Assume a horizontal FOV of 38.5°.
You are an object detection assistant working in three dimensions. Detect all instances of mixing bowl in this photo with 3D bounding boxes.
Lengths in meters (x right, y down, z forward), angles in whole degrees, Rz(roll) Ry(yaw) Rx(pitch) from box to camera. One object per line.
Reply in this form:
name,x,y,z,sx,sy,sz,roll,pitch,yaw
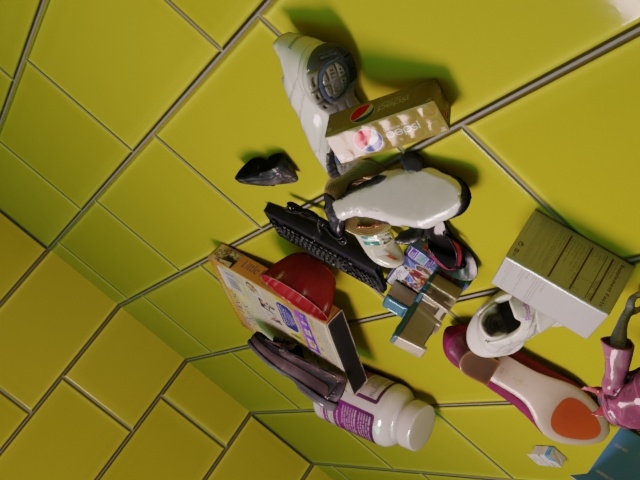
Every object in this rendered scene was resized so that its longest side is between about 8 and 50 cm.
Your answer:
mixing bowl,-0.033,0.091,2.043,0.181,0.098,0.181,33,167,9

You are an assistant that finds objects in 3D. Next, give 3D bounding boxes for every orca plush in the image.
orca plush,0.145,-0.056,1.568,0.287,0.151,0.102,-24,161,37

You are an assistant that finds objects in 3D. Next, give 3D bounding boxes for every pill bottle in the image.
pill bottle,0.142,0.438,2.400,0.301,0.169,0.169,18,151,36

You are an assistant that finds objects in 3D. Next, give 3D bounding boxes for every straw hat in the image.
straw hat,0.077,-0.083,1.657,0.144,0.144,0.061,39,-162,-7

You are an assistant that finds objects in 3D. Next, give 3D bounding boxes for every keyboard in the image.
keyboard,0.000,0.000,1.914,0.317,0.033,0.202,27,155,33

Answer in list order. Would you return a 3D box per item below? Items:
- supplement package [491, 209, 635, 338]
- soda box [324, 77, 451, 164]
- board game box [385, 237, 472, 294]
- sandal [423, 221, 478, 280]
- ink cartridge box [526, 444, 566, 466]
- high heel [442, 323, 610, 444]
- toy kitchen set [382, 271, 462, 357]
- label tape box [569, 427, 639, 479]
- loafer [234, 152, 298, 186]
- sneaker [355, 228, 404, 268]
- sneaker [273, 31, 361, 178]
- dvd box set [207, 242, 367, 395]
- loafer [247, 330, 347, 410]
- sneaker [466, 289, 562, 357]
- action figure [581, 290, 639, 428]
supplement package,0.382,0.055,1.453,0.179,0.105,0.105,32,155,11
soda box,0.101,-0.177,1.369,0.181,0.058,0.061,-16,130,25
board game box,0.212,0.071,1.799,0.136,0.035,0.201,35,156,3
sandal,0.222,0.015,1.646,0.067,0.040,0.179,-26,120,25
ink cartridge box,0.538,0.514,2.183,0.048,0.028,0.083,43,155,-14
high heel,0.423,0.284,1.884,0.377,0.127,0.181,34,-169,-12
toy kitchen set,0.164,0.151,1.755,0.122,0.166,0.207,32,156,8
label tape box,0.620,0.424,1.574,0.333,0.106,0.240,15,-168,-48
loafer,-0.111,-0.129,1.834,0.061,0.062,0.170,43,157,-28
sneaker,0.104,-0.019,1.724,0.161,0.057,0.075,52,155,7
sneaker,0.006,-0.223,1.485,0.129,0.111,0.297,39,158,34
dvd box set,-0.083,0.197,2.312,0.420,0.062,0.308,27,151,36
loafer,-0.053,0.303,2.280,0.302,0.095,0.109,35,-174,31
sneaker,0.317,0.139,1.628,0.305,0.152,0.114,-50,55,61
action figure,0.547,0.237,1.397,0.248,0.276,0.370,35,143,-14
